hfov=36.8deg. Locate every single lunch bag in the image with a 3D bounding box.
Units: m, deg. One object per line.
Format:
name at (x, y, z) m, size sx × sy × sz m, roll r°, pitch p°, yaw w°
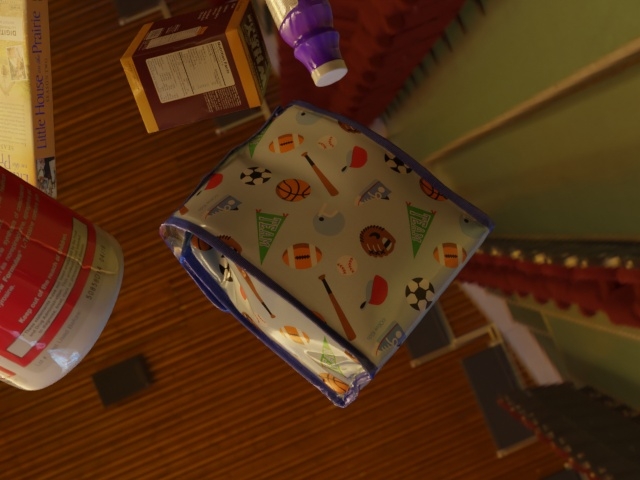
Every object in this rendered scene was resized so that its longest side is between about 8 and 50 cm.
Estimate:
lunch bag at (0.000, 0.000, 1.453) m, size 0.385 × 0.328 × 0.239 m, roll 39°, pitch 152°, yaw 6°

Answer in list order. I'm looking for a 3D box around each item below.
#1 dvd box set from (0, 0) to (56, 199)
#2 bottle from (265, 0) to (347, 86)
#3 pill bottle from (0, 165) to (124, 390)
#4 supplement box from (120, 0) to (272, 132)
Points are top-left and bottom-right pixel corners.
dvd box set at (-0.644, -0.299, 1.868) m, size 0.062 × 0.307 × 0.421 m, roll -21°, pitch -64°, yaw -55°
bottle at (-0.035, -0.427, 1.802) m, size 0.283 × 0.092 × 0.118 m, roll 66°, pitch 151°, yaw 11°
pill bottle at (-0.455, -0.003, 1.131) m, size 0.407 × 0.229 × 0.229 m, roll 36°, pitch -164°, yaw -33°
supplement box at (-0.195, -0.290, 1.574) m, size 0.191 × 0.194 × 0.129 m, roll -85°, pitch -19°, yaw -61°
